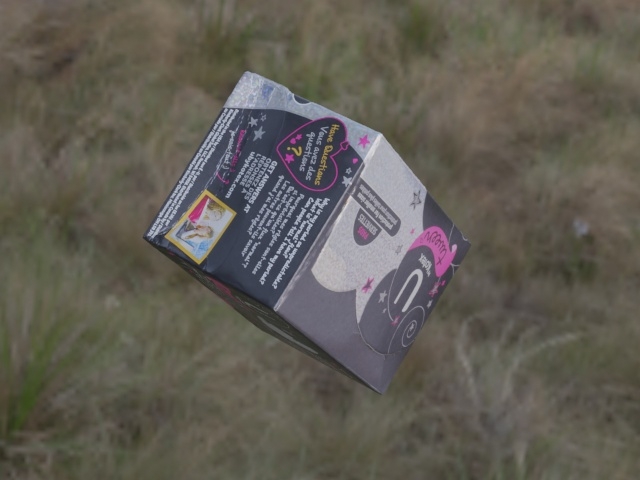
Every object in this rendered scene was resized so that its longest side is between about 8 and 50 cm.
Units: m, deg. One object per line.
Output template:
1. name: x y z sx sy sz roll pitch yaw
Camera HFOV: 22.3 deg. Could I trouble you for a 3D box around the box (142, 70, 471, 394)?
1. box: 0.000 0.000 1.317 0.142 0.163 0.247 28 -8 28
